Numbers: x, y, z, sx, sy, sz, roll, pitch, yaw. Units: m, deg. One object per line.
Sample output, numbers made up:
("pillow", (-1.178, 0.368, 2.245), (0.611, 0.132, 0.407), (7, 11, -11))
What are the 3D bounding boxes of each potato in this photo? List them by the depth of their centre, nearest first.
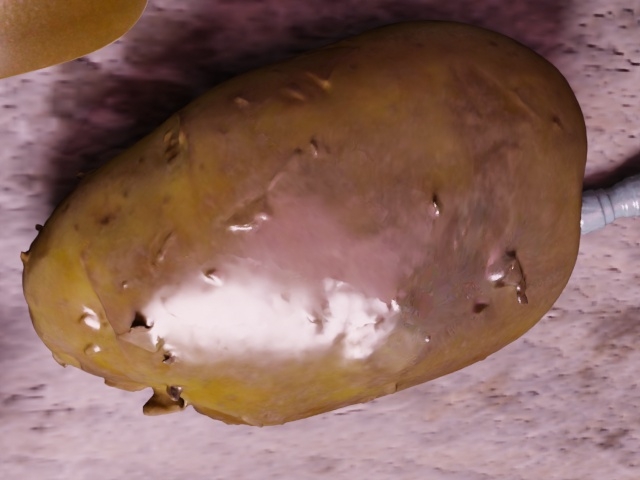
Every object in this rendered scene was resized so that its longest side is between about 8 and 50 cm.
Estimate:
("potato", (0.000, 0.000, 0.574), (0.296, 0.141, 0.191), (-17, 117, -6))

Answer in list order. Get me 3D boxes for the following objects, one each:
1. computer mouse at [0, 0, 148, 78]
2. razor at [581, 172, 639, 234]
("computer mouse", (-0.175, -0.120, 0.510), (0.199, 0.045, 0.102), (-13, 117, -12))
("razor", (0.261, -0.051, 0.671), (0.232, 0.106, 0.068), (-18, 120, 2))
